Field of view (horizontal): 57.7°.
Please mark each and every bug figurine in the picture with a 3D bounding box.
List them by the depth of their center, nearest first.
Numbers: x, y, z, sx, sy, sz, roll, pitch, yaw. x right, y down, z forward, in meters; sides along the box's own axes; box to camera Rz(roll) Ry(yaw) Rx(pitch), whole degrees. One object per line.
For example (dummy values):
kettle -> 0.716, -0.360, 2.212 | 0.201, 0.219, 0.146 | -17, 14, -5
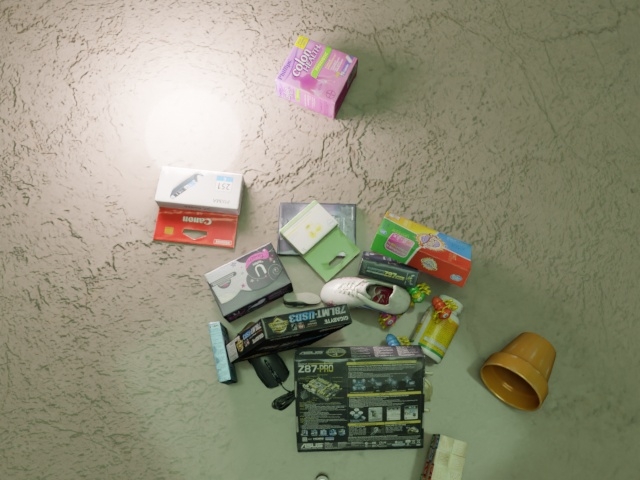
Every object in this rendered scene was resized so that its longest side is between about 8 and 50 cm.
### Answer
bug figurine -> 0.289, 0.245, 1.870 | 0.279, 0.072, 0.216 | -41, 42, 6

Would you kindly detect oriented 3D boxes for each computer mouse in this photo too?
computer mouse -> -0.129, 0.402, 1.896 | 0.184, 0.060, 0.261 | -29, 76, -8

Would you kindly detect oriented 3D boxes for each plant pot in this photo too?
plant pot -> 0.645, 0.399, 1.843 | 0.205, 0.205, 0.188 | 41, 62, 11

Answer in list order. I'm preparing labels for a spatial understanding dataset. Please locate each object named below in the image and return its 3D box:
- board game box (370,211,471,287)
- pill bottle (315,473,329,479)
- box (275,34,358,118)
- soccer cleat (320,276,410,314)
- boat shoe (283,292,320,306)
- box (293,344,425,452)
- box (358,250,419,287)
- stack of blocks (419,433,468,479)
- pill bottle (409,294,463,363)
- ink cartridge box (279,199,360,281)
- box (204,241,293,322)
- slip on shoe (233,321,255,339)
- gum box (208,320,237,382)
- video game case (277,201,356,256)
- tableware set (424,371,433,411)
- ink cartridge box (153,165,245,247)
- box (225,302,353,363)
board game box -> 0.340, 0.023, 1.930 | 0.317, 0.242, 0.064 | 22, 114, 6
pill bottle -> 0.006, 0.742, 1.781 | 0.044, 0.083, 0.043 | 0, 73, -1
box -> -0.013, -0.611, 2.175 | 0.243, 0.117, 0.213 | 24, 75, 7
soccer cleat -> 0.128, 0.162, 1.872 | 0.332, 0.143, 0.115 | 3, 66, 32
boat shoe -> -0.064, 0.205, 1.968 | 0.125, 0.038, 0.046 | 0, 45, -8
box -> 0.118, 0.486, 1.783 | 0.396, 0.097, 0.317 | -2, 106, 0
box -> 0.220, 0.092, 1.904 | 0.184, 0.233, 0.059 | 14, 97, 4
stack of blocks -> 0.350, 0.740, 1.739 | 0.087, 0.171, 0.296 | 16, 73, 4
pill bottle -> 0.383, 0.288, 1.905 | 0.118, 0.117, 0.208 | 28, 75, 8
ink cartridge box -> 0.000, 0.000, 1.998 | 0.171, 0.056, 0.235 | -42, 76, -12
box -> -0.235, 0.139, 1.933 | 0.248, 0.142, 0.163 | -26, 75, -8
slip on shoe -> -0.254, 0.315, 1.908 | 0.052, 0.041, 0.135 | 11, 49, 32
gum box -> -0.311, 0.362, 1.857 | 0.041, 0.157, 0.184 | -13, 74, -4
video game case -> -0.012, -0.038, 2.050 | 0.275, 0.026, 0.195 | 2, 73, -1
tableware set -> 0.265, 0.475, 1.889 | 0.194, 0.039, 0.128 | 6, 85, 8
ink cartridge box -> -0.432, -0.119, 2.051 | 0.297, 0.066, 0.260 | 6, 72, 2
box -> -0.099, 0.282, 1.760 | 0.296, 0.293, 0.073 | -6, 72, -33
